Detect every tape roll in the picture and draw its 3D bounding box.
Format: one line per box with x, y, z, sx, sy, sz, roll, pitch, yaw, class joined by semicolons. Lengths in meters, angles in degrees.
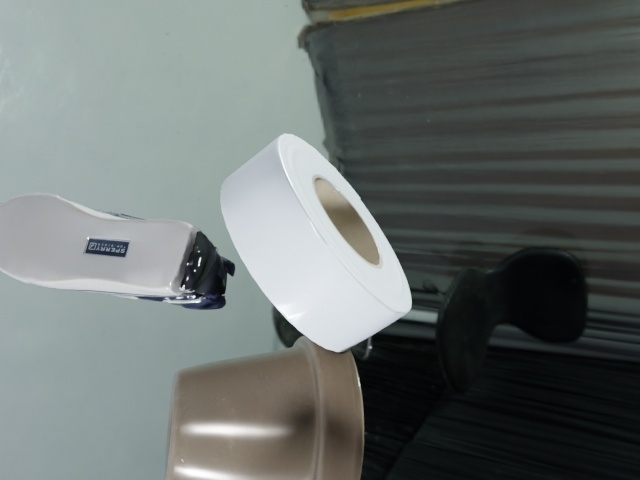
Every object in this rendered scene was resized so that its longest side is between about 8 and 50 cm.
0.000;0.000;0.825;0.286;0.100;0.286;47;18;-21;tape roll

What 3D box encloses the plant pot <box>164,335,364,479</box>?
-0.089;0.254;0.850;0.230;0.263;0.262;5;88;-14;plant pot

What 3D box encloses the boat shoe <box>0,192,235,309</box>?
-0.282;0.030;0.853;0.158;0.341;0.127;53;51;-65;boat shoe
